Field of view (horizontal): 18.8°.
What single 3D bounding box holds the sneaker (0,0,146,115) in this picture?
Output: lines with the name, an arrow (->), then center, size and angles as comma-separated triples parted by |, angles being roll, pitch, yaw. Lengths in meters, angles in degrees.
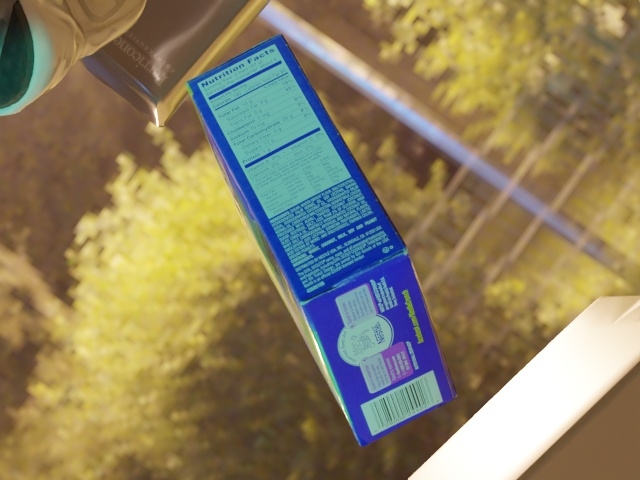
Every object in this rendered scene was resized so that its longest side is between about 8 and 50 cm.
sneaker -> -0.208, -0.187, 0.979 | 0.118, 0.292, 0.110 | -34, -16, -42

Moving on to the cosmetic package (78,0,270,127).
cosmetic package -> -0.089, -0.214, 1.416 | 0.238, 0.127, 0.107 | -52, -1, -12

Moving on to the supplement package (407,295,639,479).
supplement package -> 0.121, 0.185, 0.961 | 0.293, 0.175, 0.177 | -43, 5, -8

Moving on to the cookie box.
cookie box -> 0.000, 0.000, 0.654 | 0.040, 0.107, 0.092 | -26, -38, -4
